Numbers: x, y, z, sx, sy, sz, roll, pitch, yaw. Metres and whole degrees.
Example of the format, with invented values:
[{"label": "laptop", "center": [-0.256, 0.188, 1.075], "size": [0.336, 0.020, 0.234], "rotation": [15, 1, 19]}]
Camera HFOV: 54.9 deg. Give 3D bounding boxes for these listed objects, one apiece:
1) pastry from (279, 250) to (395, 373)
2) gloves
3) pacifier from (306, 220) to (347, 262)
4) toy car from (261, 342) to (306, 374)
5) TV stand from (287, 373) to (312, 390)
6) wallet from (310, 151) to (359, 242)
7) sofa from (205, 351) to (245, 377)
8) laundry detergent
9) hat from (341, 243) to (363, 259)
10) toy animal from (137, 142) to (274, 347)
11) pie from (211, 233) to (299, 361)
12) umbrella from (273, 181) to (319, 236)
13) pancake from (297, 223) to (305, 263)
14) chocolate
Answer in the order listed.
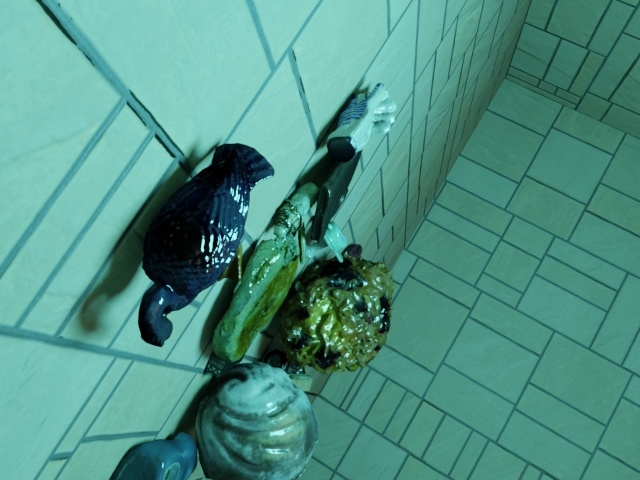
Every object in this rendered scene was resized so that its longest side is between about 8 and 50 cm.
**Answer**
[{"label": "pastry", "center": [0.062, 0.199, 1.726], "size": [0.405, 0.293, 0.337], "rotation": [21, 87, -67]}, {"label": "gloves", "center": [0.088, -0.252, 1.300], "size": [0.229, 0.097, 0.119], "rotation": [-44, 164, -37]}, {"label": "pacifier", "center": [0.000, 0.000, 1.539], "size": [0.117, 0.126, 0.150], "rotation": [-26, 150, 10]}, {"label": "toy car", "center": [-0.160, 0.443, 1.776], "size": [0.301, 0.118, 0.193], "rotation": [-53, 146, -13]}, {"label": "TV stand", "center": [-0.125, 0.386, 1.671], "size": [0.249, 0.042, 0.036], "rotation": [10, 97, -39]}, {"label": "wallet", "center": [0.045, -0.135, 1.388], "size": [0.309, 0.042, 0.165], "rotation": [-63, 169, -50]}, {"label": "sofa", "center": [-0.208, 0.260, 1.390], "size": [0.060, 0.039, 0.118], "rotation": [-63, 167, 16]}, {"label": "laundry detergent", "center": [-0.332, 0.478, 1.296], "size": [0.290, 0.094, 0.143], "rotation": [54, 60, -79]}, {"label": "hat", "center": [0.098, 0.107, 2.076], "size": [0.205, 0.089, 0.205], "rotation": [-54, 165, -22]}, {"label": "toy animal", "center": [-0.164, 0.002, 0.848], "size": [0.298, 0.122, 0.185], "rotation": [-63, 166, 3]}, {"label": "pie", "center": [-0.134, 0.121, 1.308], "size": [0.302, 0.067, 0.302], "rotation": [-57, 169, -18]}, {"label": "umbrella", "center": [-0.052, -0.063, 1.272], "size": [0.143, 0.062, 0.067], "rotation": [-55, -164, -26]}, {"label": "pancake", "center": [-0.043, -0.001, 1.399], "size": [0.108, 0.017, 0.108], "rotation": [176, -90, -83]}, {"label": "chocolate", "center": [-0.167, 0.402, 1.405], "size": [0.303, 0.303, 0.213], "rotation": [-51, 143, -36]}]
